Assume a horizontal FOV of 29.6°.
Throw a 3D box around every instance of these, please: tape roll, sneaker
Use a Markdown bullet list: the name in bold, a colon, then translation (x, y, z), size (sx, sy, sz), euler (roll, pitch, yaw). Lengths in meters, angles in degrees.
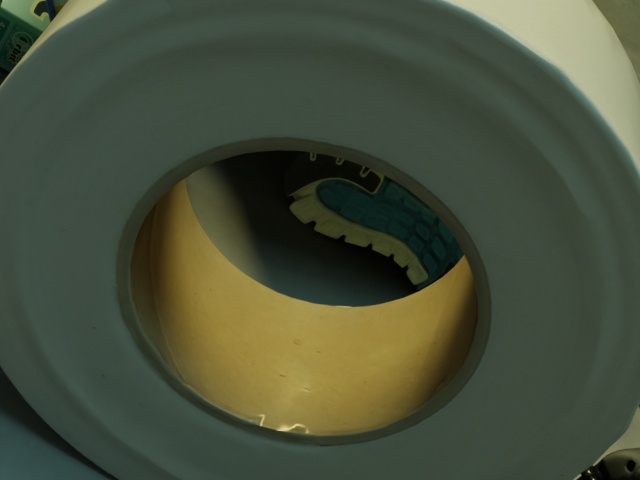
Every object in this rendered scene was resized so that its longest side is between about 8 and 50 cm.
- **tape roll**: translation (0.000, 0.000, 0.511), size (0.286, 0.286, 0.100), euler (32, 33, -12)
- **sneaker**: translation (0.069, -0.014, 0.793), size (0.191, 0.071, 0.083), euler (36, 28, -7)

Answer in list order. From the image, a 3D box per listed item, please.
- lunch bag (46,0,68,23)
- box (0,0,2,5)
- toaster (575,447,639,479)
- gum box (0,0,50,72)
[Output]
- **lunch bag**: translation (-0.086, -0.162, 0.636), size (0.090, 0.176, 0.219), euler (-3, 44, 2)
- **box**: translation (-0.302, -0.206, 0.565), size (0.231, 0.127, 0.262), euler (-20, 65, -40)
- **toaster**: translation (0.194, 0.203, 0.607), size (0.146, 0.129, 0.227), euler (20, 36, -34)
- **gum box**: translation (-0.154, -0.150, 0.755), size (0.184, 0.041, 0.157), euler (29, 36, -14)
